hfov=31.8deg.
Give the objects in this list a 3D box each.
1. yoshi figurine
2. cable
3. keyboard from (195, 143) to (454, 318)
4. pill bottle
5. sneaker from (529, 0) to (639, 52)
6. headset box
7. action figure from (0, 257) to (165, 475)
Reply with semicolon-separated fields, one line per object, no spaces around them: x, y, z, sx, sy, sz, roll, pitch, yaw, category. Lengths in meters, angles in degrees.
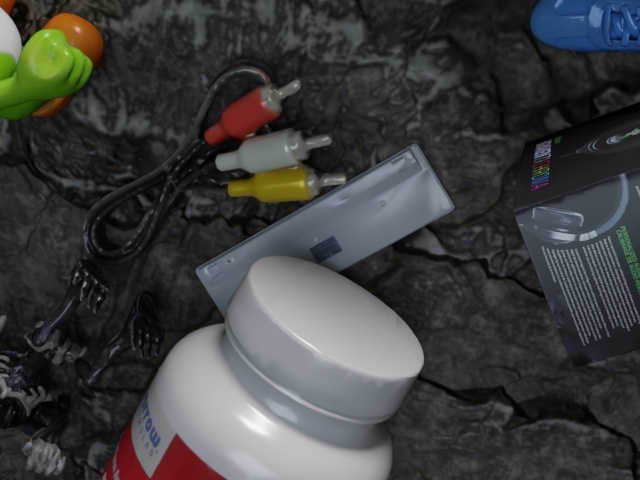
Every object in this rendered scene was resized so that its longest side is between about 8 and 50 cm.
-0.305;-0.175;0.897;0.204;0.362;0.202;-12;102;16;yoshi figurine
-0.121;-0.068;1.040;0.287;0.072;0.139;-22;102;18;cable
0.000;0.000;1.068;0.256;0.014;0.072;-29;103;19;keyboard
-0.079;0.227;1.035;0.229;0.229;0.407;31;110;3;pill bottle
0.274;-0.183;0.911;0.209;0.082;0.069;-2;121;14;sneaker
0.307;-0.042;0.861;0.283;0.246;0.131;-19;101;18;headset box
-0.288;0.135;1.098;0.276;0.141;0.164;-39;106;24;action figure
